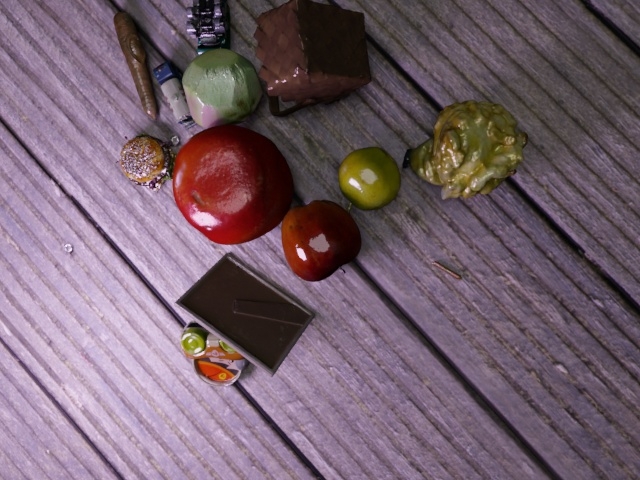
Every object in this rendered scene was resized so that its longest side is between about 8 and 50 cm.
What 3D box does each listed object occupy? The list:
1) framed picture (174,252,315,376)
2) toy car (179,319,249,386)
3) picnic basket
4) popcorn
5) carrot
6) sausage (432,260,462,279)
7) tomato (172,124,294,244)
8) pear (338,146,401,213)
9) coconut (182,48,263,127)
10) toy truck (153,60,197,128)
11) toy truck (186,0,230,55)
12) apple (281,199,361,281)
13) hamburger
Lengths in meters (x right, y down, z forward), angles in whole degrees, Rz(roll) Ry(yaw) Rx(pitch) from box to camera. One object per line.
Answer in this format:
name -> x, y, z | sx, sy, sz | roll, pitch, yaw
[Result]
framed picture -> -0.209, 0.201, 1.417 | 0.334, 0.247, 0.022 | 34, 136, 5
toy car -> -0.295, 0.333, 1.474 | 0.234, 0.145, 0.235 | 2, 111, 5
picnic basket -> -0.052, -0.498, 1.361 | 0.320, 0.291, 0.255 | -3, 93, 51
popcorn -> 0.397, -0.233, 1.312 | 0.236, 0.293, 0.293 | 22, 94, -12
carrot -> -0.560, -0.535, 1.517 | 0.070, 0.070, 0.343 | -18, 90, 7
sausage -> 0.367, 0.087, 1.433 | 0.100, 0.015, 0.015 | 32, 94, 5
tomato -> -0.236, -0.152, 1.377 | 0.289, 0.293, 0.326 | -18, 79, 19
pear -> 0.123, -0.158, 1.399 | 0.180, 0.166, 0.216 | 37, 117, -7
coconut -> -0.281, -0.419, 1.414 | 0.204, 0.236, 0.236 | 28, 94, 24
toy truck -> -0.434, -0.435, 1.489 | 0.074, 0.088, 0.202 | -26, 87, 8
toy truck -> -0.323, -0.669, 1.455 | 0.113, 0.124, 0.254 | -1, 89, 7
apple -> 0.002, -0.001, 1.382 | 0.233, 0.234, 0.234 | 0, 91, 7
hamburger -> -0.528, -0.241, 1.501 | 0.189, 0.093, 0.164 | 21, 93, 5
